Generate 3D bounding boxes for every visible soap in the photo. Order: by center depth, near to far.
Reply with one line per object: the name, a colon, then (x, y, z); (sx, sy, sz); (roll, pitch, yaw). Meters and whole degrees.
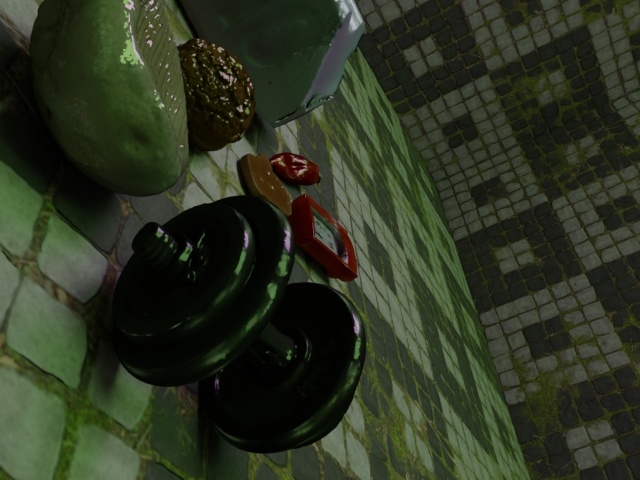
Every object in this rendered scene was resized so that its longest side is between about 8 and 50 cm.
soap: (-0.100, -0.435, 1.149); (0.446, 0.261, 0.156); (63, 16, -10)

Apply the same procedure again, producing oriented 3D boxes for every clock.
clock: (0.000, 0.000, 1.198); (0.155, 0.061, 0.113); (43, 27, -44)

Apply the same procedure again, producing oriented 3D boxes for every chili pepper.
chili pepper: (-0.042, -0.137, 1.271); (0.191, 0.050, 0.059); (9, 74, -61)

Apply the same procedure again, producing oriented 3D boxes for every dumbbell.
dumbbell: (-0.072, 0.080, 0.626); (0.290, 0.192, 0.192); (51, 22, -39)

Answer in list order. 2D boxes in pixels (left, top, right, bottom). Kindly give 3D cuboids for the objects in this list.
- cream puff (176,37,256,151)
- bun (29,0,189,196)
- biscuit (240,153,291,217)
cream puff: (-0.152, -0.203, 0.915); (0.165, 0.115, 0.150); (-55, 123, -72)
bun: (-0.206, -0.153, 0.639); (0.231, 0.133, 0.231); (172, -90, -89)
biscuit: (-0.093, -0.096, 1.106); (0.140, 0.023, 0.118); (45, 26, -48)
